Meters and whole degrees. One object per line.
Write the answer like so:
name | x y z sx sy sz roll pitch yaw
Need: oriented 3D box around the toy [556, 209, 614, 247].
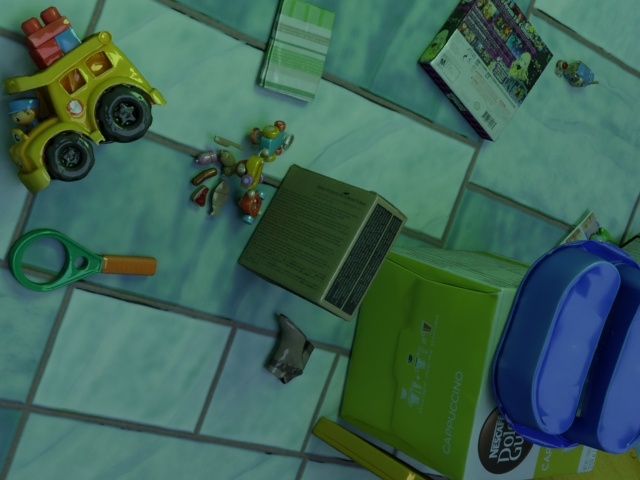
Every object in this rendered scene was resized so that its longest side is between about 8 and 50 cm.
toy | 0.525 0.066 2.270 0.237 0.056 0.137 -46 125 -16

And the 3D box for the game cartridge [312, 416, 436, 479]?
game cartridge | 0.172 0.442 1.982 0.324 0.285 0.052 34 82 -37

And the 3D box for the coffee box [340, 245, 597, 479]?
coffee box | 0.286 0.210 1.958 0.335 0.338 0.337 4 100 -37

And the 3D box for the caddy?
caddy | 0.411 0.168 1.719 0.241 0.179 0.341 19 90 -13

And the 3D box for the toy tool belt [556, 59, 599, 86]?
toy tool belt | 0.502 -0.326 2.136 0.083 0.051 0.052 25 89 -38

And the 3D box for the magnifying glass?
magnifying glass | -0.352 0.033 1.641 0.231 0.026 0.092 5 101 -35

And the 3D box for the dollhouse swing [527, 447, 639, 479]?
dollhouse swing | 0.447 0.504 2.331 0.347 0.305 0.315 -7 70 -35

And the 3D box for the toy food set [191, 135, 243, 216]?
toy food set | -0.171 -0.104 1.733 0.078 0.019 0.122 20 97 -38

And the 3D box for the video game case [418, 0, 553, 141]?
video game case | 0.305 -0.331 1.995 0.232 0.042 0.210 42 78 -37

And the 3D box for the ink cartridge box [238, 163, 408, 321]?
ink cartridge box | 0.000 0.000 1.752 0.088 0.235 0.193 34 84 -38

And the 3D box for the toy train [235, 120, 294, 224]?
toy train | -0.101 -0.115 1.761 0.166 0.046 0.125 -65 165 -12

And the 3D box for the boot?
boot | -0.061 0.191 1.889 0.087 0.042 0.118 -48 126 -12

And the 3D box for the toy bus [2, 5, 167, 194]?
toy bus | -0.356 -0.199 1.500 0.220 0.149 0.211 -40 110 -17

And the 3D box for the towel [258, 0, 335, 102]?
towel | -0.038 -0.307 1.769 0.113 0.023 0.152 11 95 -40

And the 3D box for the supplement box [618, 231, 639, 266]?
supplement box | 0.676 0.115 2.315 0.194 0.129 0.191 -27 126 -39
